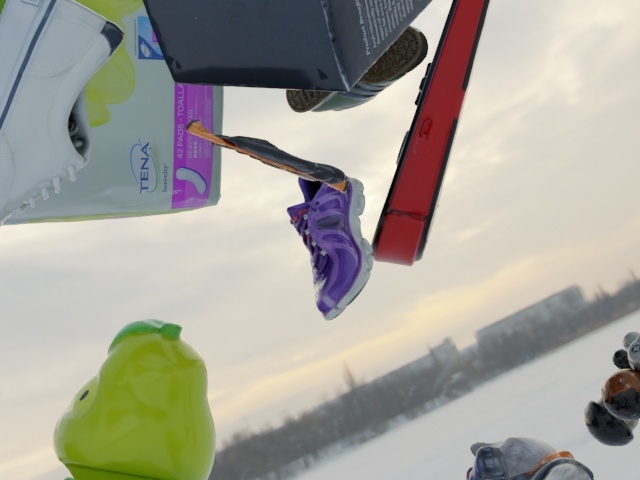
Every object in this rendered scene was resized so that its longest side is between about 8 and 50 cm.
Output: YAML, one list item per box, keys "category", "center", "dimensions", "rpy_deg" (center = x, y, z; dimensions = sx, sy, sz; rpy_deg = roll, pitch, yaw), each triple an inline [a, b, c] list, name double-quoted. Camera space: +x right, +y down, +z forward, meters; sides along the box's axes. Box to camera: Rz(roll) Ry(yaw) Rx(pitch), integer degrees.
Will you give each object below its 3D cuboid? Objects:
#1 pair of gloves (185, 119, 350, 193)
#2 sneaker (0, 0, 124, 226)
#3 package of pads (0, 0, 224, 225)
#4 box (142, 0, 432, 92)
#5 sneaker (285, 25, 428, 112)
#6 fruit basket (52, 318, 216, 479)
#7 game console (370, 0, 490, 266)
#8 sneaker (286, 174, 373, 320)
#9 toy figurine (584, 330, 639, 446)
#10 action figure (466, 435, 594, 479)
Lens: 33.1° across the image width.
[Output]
- category: "pair of gloves"
  center: [-0.022, -0.040, 0.507]
  dimensions: [0.083, 0.074, 0.010]
  rpy_deg: [-2, -68, -85]
- category: "sneaker"
  center: [-0.223, -0.065, 0.807]
  dimensions: [0.094, 0.091, 0.258]
  rpy_deg: [-83, 20, -56]
- category: "package of pads"
  center: [-0.234, -0.133, 1.075]
  dimensions: [0.296, 0.229, 0.101]
  rpy_deg: [-5, 12, -41]
- category: "box"
  center: [-0.009, -0.204, 0.774]
  dimensions: [0.153, 0.108, 0.207]
  rpy_deg: [9, 41, 32]
- category: "sneaker"
  center: [0.055, -0.202, 1.274]
  dimensions: [0.192, 0.064, 0.086]
  rpy_deg: [-21, -7, 33]
- category: "fruit basket"
  center: [-0.229, 0.283, 1.167]
  dimensions: [0.283, 0.392, 0.392]
  rpy_deg: [-16, -12, -9]
- category: "game console"
  center: [0.136, -0.157, 1.222]
  dimensions: [0.060, 0.342, 0.386]
  rpy_deg: [14, 11, 5]
- category: "sneaker"
  center: [0.000, 0.000, 0.976]
  dimensions: [0.071, 0.170, 0.068]
  rpy_deg: [24, -51, -27]
- category: "toy figurine"
  center: [0.375, 0.178, 1.066]
  dimensions: [0.148, 0.213, 0.209]
  rpy_deg: [-47, -19, -4]
- category: "action figure"
  center: [0.206, 0.319, 0.902]
  dimensions: [0.179, 0.330, 0.341]
  rpy_deg: [-11, -37, -9]
